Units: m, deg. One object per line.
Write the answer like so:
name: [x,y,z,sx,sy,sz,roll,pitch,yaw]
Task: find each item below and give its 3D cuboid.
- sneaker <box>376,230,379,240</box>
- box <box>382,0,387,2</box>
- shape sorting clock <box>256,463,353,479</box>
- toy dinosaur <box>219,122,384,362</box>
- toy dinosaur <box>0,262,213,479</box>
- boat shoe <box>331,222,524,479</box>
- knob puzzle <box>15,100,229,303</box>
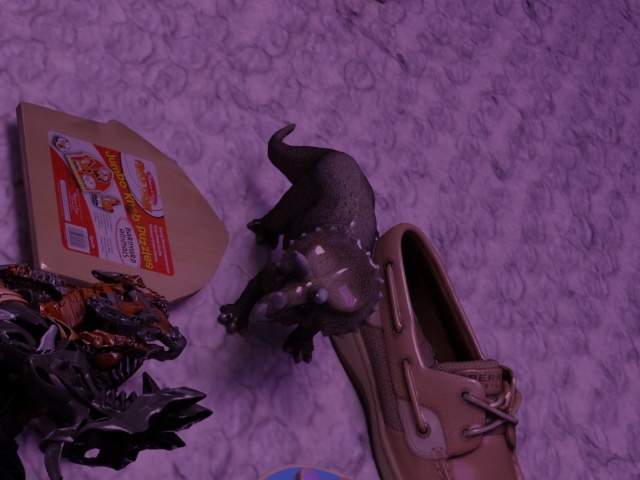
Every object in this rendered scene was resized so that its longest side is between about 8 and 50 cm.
sneaker: [0.025,-0.018,1.406,0.083,0.031,0.035,46,21,-11]
box: [-0.005,-0.413,1.651,0.300,0.142,0.154,19,45,-35]
shape sorting clock: [0.020,0.261,1.116,0.206,0.040,0.206,28,39,-26]
toy dinosaur: [0.000,0.000,1.242,0.121,0.160,0.313,36,37,-18]
toy dinosaur: [-0.207,0.101,0.975,0.322,0.164,0.218,-24,60,-36]
boat shoe: [0.110,0.145,1.263,0.122,0.110,0.341,-2,58,-48]
knob puzzle: [-0.161,-0.018,1.199,0.213,0.030,0.213,28,39,-25]
